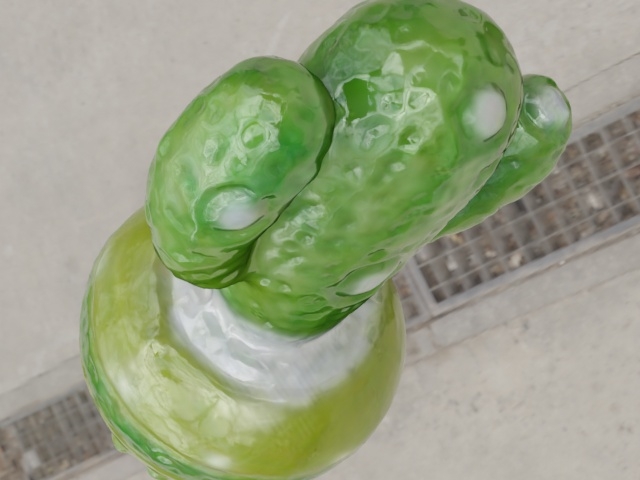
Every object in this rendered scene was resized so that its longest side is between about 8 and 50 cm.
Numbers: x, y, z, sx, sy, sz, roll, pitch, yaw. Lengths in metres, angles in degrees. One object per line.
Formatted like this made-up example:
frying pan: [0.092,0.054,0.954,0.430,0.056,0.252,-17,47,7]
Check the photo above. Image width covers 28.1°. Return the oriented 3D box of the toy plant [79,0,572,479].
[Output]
toy plant: [0.000,0.000,0.646,0.184,0.224,0.316,65,149,20]
